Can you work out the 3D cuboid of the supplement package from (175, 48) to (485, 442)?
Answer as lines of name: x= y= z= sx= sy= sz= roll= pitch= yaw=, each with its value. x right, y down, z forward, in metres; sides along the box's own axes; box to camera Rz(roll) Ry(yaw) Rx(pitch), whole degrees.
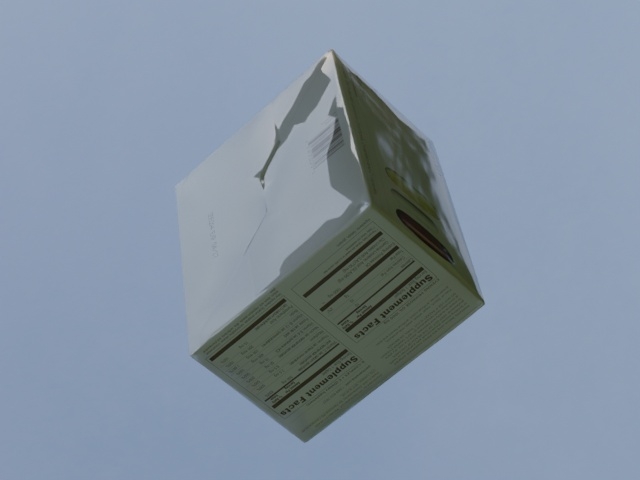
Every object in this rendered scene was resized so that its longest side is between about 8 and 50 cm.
supplement package: x=0.000 y=0.000 z=1.486 sx=0.145 sy=0.204 sz=0.262 roll=40 pitch=-159 yaw=-29
